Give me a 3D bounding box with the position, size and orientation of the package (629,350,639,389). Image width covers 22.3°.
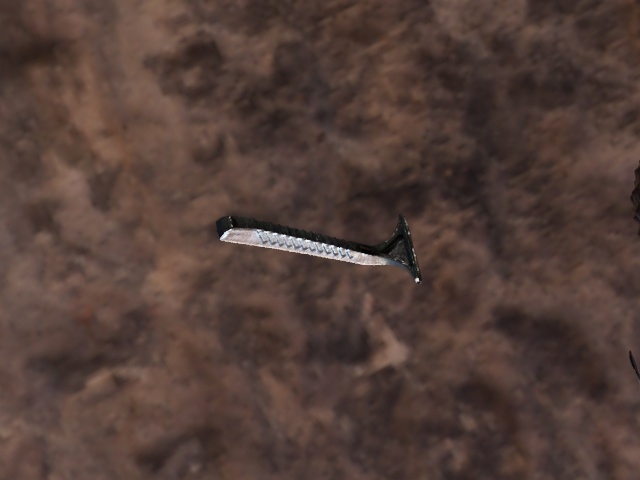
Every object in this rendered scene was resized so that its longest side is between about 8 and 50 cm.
[{"bbox_3d":[0.380,0.227,1.756,0.171,0.027,0.173,-101,167,-54],"label":"package"}]

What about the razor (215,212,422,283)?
[{"bbox_3d":[-0.003,0.003,1.327,0.033,0.190,0.066,-42,-129,43],"label":"razor"}]

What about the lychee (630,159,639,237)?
[{"bbox_3d":[0.413,-0.042,1.703,0.188,0.188,0.188,42,-33,35],"label":"lychee"}]
